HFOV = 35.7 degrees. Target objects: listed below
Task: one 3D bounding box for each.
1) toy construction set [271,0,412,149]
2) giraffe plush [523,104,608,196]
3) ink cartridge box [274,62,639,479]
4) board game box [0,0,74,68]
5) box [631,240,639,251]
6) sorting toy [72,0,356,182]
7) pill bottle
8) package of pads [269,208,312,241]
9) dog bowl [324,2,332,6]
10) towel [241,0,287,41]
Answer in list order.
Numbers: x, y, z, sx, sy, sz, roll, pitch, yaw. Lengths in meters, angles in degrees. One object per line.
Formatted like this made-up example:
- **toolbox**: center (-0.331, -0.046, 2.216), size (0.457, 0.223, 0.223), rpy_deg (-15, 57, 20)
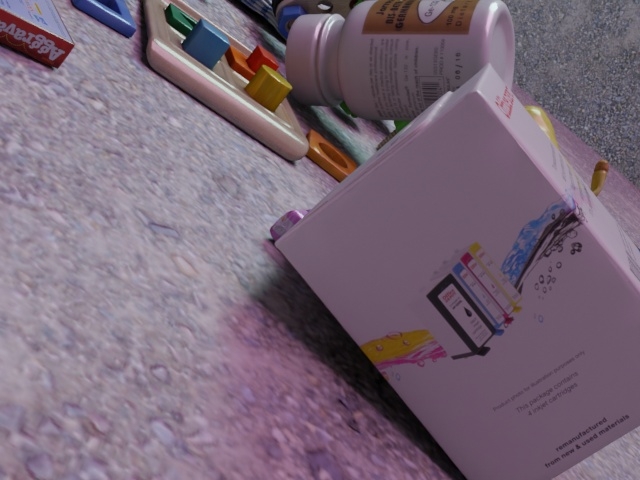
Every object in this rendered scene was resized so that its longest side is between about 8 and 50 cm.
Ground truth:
- **toy construction set**: center (0.111, -0.311, 1.281), size (0.257, 0.237, 0.309), rpy_deg (45, 26, -6)
- **giraffe plush**: center (0.186, -0.056, 1.076), size (0.171, 0.181, 0.210), rpy_deg (6, 24, -42)
- **ink cartridge box**: center (0.118, 0.023, 0.689), size (0.232, 0.168, 0.171), rpy_deg (51, 19, -3)
- **board game box**: center (-0.288, -0.242, 0.749), size (0.145, 0.027, 0.281), rpy_deg (24, 25, -46)
- **box**: center (0.173, 0.004, 0.911), size (0.093, 0.158, 0.156), rpy_deg (22, 26, -45)
- **sorting toy**: center (-0.087, -0.175, 0.971), size (0.348, 0.047, 0.196), rpy_deg (33, 20, -25)
- **pill bottle**: center (0.085, -0.195, 1.080), size (0.229, 0.131, 0.131), rpy_deg (5, 6, 22)
- **package of pads**: center (0.000, 0.000, 0.771), size (0.050, 0.032, 0.083), rpy_deg (50, 20, 14)
- **dog bowl**: center (0.040, -0.442, 1.514), size (0.349, 0.102, 0.349), rpy_deg (15, -3, 1)
- **towel**: center (-0.085, -0.344, 1.380), size (0.285, 0.034, 0.209), rpy_deg (36, 17, -22)
